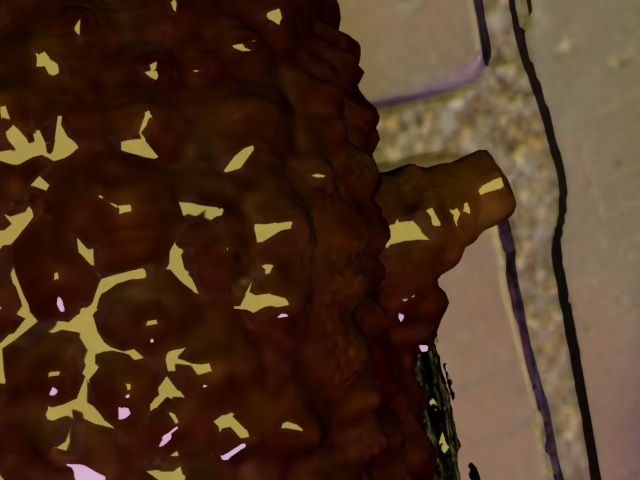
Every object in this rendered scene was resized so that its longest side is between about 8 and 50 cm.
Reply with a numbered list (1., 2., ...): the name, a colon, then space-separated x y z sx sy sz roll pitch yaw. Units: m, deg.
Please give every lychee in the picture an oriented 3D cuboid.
1. lychee: -0.089 0.030 0.437 0.304 0.276 0.276 -16 98 1

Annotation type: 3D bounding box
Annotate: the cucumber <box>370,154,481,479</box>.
1. cucumber: 0.002 0.000 0.580 0.067 0.067 0.245 -19 96 -20
